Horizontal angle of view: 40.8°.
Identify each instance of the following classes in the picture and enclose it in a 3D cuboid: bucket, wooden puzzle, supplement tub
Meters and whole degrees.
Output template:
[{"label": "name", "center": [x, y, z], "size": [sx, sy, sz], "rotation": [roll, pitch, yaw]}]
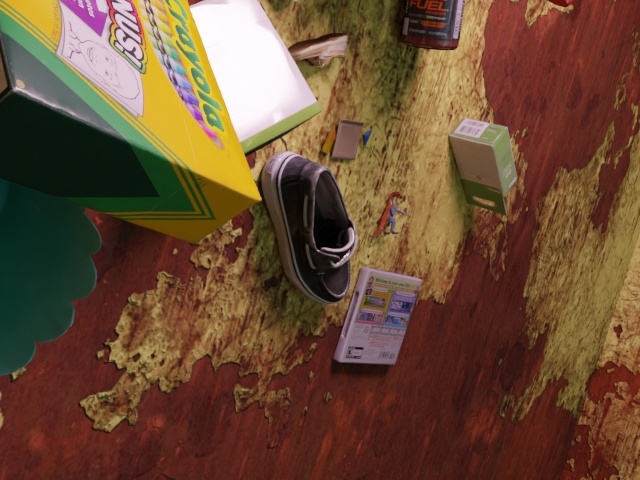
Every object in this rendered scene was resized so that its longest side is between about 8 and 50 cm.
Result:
[{"label": "bucket", "center": [-0.385, -0.001, 0.862], "size": [0.281, 0.183, 0.281], "rotation": [-29, 138, -30]}, {"label": "wooden puzzle", "center": [0.045, -0.178, 1.517], "size": [0.116, 0.014, 0.078], "rotation": [10, 102, -53]}, {"label": "supplement tub", "center": [0.206, -0.442, 1.525], "size": [0.106, 0.106, 0.198], "rotation": [-15, 117, -48]}]

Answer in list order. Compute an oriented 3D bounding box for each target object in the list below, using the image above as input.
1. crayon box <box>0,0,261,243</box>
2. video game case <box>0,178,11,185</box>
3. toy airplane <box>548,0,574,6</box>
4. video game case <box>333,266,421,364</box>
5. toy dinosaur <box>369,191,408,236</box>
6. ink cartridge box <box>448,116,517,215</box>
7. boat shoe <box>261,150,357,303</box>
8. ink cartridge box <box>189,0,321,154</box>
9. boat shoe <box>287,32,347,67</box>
[{"label": "crayon box", "center": [-0.240, -0.201, 0.872], "size": [0.106, 0.363, 0.313], "rotation": [-34, 150, 23]}, {"label": "video game case", "center": [-0.385, -0.180, 0.938], "size": [0.232, 0.042, 0.210], "rotation": [16, 94, -54]}, {"label": "toy airplane", "center": [0.246, -0.563, 1.307], "size": [0.386, 0.272, 0.384], "rotation": [3, 94, -16]}, {"label": "video game case", "center": [0.119, 0.158, 1.756], "size": [0.212, 0.023, 0.193], "rotation": [13, 95, -53]}, {"label": "toy dinosaur", "center": [0.137, -0.053, 1.671], "size": [0.090, 0.047, 0.082], "rotation": [-11, 96, -38]}, {"label": "ink cartridge box", "center": [0.353, -0.157, 1.839], "size": [0.062, 0.109, 0.209], "rotation": [-50, 139, -25]}, {"label": "boat shoe", "center": [0.000, 0.000, 1.449], "size": [0.121, 0.119, 0.335], "rotation": [-50, 139, -25]}, {"label": "ink cartridge box", "center": [-0.144, -0.241, 1.192], "size": [0.189, 0.097, 0.255], "rotation": [-34, 96, -38]}, {"label": "boat shoe", "center": [-0.001, -0.298, 1.370], "size": [0.135, 0.050, 0.045], "rotation": [-27, 121, -43]}]
